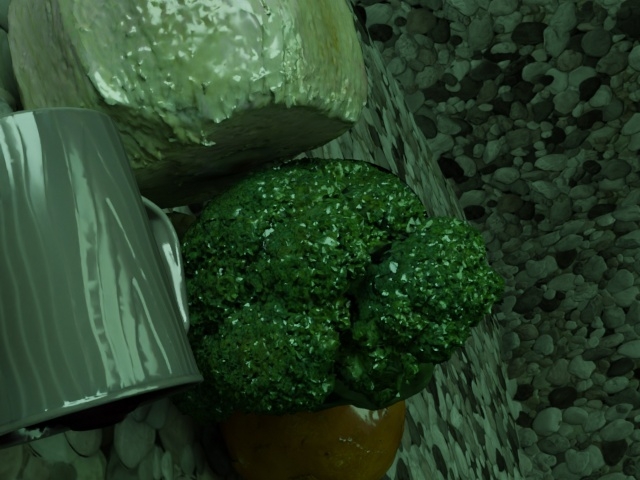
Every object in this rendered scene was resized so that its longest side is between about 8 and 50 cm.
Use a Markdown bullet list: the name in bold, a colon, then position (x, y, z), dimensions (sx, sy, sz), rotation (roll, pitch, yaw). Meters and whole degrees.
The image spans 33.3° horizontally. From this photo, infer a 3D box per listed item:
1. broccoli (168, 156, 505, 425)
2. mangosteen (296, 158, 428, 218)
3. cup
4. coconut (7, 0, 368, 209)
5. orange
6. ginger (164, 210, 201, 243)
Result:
- **broccoli**: position (-0.013, 0.054, 1.188), dimensions (0.310, 0.413, 0.321), rotation (27, 41, -56)
- **mangosteen**: position (0.000, 0.000, 1.624), dimensions (0.359, 0.306, 0.306), rotation (41, 24, -9)
- **cup**: position (-0.218, 0.035, 0.975), dimensions (0.288, 0.208, 0.273), rotation (-12, 79, -35)
- **coconut**: position (-0.159, -0.244, 1.234), dimensions (0.404, 0.405, 0.404), rotation (57, 22, -37)
- **orange**: position (-0.012, 0.222, 1.388), dimensions (0.246, 0.246, 0.246), rotation (57, 22, -37)
- **ginger**: position (-0.178, 0.055, 1.349), dimensions (0.123, 0.115, 0.193), rotation (10, 63, -50)
